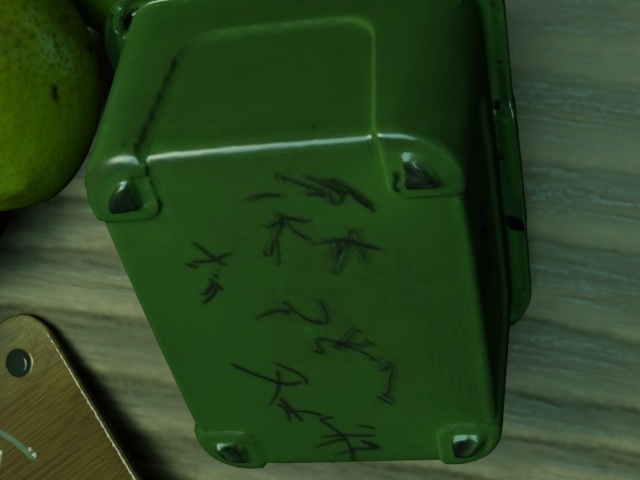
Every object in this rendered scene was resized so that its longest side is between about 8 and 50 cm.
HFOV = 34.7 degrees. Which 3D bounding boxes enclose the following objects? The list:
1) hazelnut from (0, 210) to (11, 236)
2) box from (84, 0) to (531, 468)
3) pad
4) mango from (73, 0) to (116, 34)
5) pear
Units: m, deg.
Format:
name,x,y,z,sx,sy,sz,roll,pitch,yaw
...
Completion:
name,x,y,z,sx,sy,sz,roll,pitch,yaw
hazelnut,-0.336,-0.046,0.762,0.208,0.208,0.208,2,102,11
box,0.000,0.000,0.654,0.253,0.177,0.328,-4,131,14
pad,-0.275,0.244,0.870,0.287,0.018,0.284,-38,76,14
mango,-0.114,-0.228,0.708,0.273,0.149,0.185,26,108,10
pear,-0.216,-0.126,0.636,0.166,0.180,0.216,3,97,0
